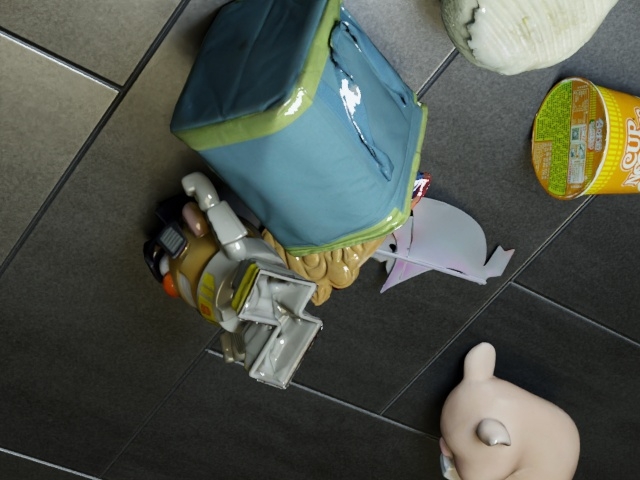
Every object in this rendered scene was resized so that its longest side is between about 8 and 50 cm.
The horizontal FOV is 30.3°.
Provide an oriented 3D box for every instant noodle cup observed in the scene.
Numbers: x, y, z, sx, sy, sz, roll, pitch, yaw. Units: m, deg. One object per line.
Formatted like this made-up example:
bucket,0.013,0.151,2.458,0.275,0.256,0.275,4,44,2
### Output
instant noodle cup,0.402,-0.127,1.572,0.185,0.168,0.168,5,128,-24

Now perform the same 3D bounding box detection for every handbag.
handbag,-0.019,-0.146,1.397,0.222,0.263,0.241,-13,134,30

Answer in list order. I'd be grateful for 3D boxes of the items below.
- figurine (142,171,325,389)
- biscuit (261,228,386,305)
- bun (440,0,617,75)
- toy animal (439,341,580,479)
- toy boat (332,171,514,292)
figurine,-0.120,0.048,1.532,0.143,0.308,0.308,-10,134,-31
biscuit,0.000,0.000,1.599,0.250,0.035,0.162,-23,95,35
bun,0.245,-0.314,1.375,0.239,0.141,0.239,-22,144,-17
toy animal,0.290,0.320,1.900,0.256,0.195,0.213,26,128,-31
toy boat,0.145,-0.008,1.668,0.318,0.072,0.219,0,132,-15
